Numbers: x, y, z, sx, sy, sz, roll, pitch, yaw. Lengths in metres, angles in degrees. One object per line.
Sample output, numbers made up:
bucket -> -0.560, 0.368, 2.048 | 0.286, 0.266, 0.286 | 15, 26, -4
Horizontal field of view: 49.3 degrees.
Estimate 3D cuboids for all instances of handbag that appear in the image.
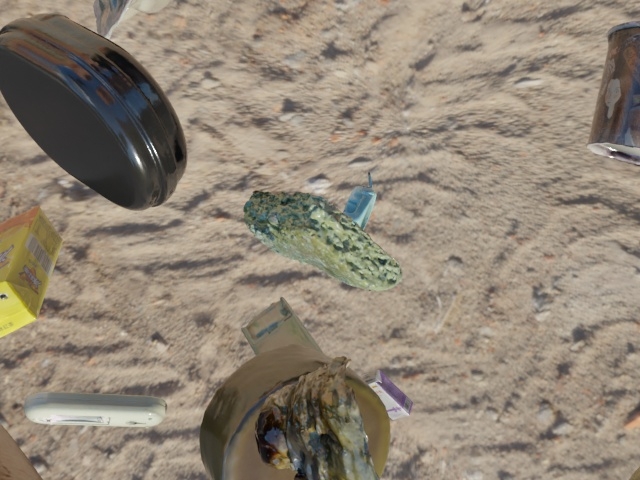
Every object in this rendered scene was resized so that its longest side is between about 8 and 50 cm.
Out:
handbag -> -0.298, -0.162, 0.907 | 0.308, 0.253, 0.093 | 31, 60, 24

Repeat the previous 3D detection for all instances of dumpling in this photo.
dumpling -> -0.301, -0.446, 1.169 | 0.293, 0.164, 0.204 | -23, 82, 50

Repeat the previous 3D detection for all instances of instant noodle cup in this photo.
instant noodle cup -> 0.568, -0.237, 1.186 | 0.218, 0.217, 0.207 | 16, 92, 4

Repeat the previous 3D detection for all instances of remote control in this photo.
remote control -> -0.064, 0.229, 1.413 | 0.123, 0.285, 0.038 | -39, 131, -4
remote control -> -0.360, 0.275, 1.125 | 0.222, 0.042, 0.078 | 8, 145, -17

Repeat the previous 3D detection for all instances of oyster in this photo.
oyster -> -0.002, 0.200, 0.704 | 0.108, 0.233, 0.161 | -14, 88, -17

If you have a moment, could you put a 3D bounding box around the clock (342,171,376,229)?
clock -> 0.075, -0.061, 1.358 | 0.045, 0.108, 0.147 | 23, 59, 8

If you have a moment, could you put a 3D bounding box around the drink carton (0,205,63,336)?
drink carton -> -0.653, 0.068, 1.451 | 0.155, 0.351, 0.111 | -25, 119, 2

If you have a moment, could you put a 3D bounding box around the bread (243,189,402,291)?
bread -> 0.000, 0.000, 0.899 | 0.232, 0.172, 0.064 | 26, 72, 7

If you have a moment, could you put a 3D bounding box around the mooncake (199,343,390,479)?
mooncake -> -0.042, 0.309, 1.086 | 0.285, 0.156, 0.284 | -4, 100, -27

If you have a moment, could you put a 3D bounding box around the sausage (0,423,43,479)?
sausage -> -0.285, 0.199, 0.535 | 0.123, 0.253, 0.123 | -6, 101, -37

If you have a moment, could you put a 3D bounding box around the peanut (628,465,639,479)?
peanut -> 0.261, 0.125, 0.411 | 0.082, 0.082, 0.187 | 35, 117, 0

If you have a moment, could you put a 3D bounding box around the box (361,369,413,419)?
box -> 0.134, 0.317, 1.430 | 0.117, 0.036, 0.051 | 44, 131, -19
